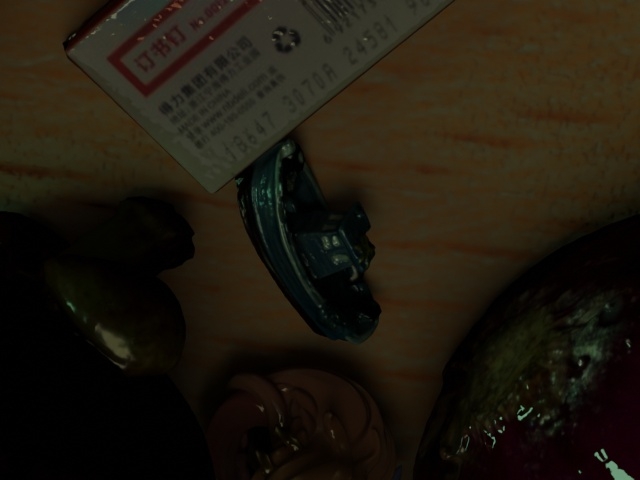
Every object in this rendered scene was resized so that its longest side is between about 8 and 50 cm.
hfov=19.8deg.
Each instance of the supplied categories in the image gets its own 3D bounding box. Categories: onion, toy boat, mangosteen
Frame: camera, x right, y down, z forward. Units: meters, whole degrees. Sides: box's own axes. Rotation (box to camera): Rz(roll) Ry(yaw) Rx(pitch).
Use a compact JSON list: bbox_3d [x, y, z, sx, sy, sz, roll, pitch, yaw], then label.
[{"bbox_3d":[0.212,0.159,1.050,0.282,0.260,0.337,39,114,-24],"label":"onion"},{"bbox_3d":[0.000,0.000,1.071,0.061,0.060,0.137,-14,116,30],"label":"toy boat"},{"bbox_3d":[-0.193,0.129,1.026,0.297,0.297,0.293,36,117,-17],"label":"mangosteen"}]

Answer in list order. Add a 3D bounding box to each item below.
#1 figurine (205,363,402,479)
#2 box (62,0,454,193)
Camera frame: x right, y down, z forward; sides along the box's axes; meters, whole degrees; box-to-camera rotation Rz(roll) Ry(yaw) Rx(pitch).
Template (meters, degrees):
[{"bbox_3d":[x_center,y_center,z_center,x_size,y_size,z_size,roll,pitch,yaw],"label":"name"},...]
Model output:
[{"bbox_3d":[-0.008,0.136,1.109,0.126,0.157,0.114,30,95,-9],"label":"figurine"},{"bbox_3d":[-0.024,-0.132,1.003,0.229,0.050,0.123,-38,110,21],"label":"box"}]
